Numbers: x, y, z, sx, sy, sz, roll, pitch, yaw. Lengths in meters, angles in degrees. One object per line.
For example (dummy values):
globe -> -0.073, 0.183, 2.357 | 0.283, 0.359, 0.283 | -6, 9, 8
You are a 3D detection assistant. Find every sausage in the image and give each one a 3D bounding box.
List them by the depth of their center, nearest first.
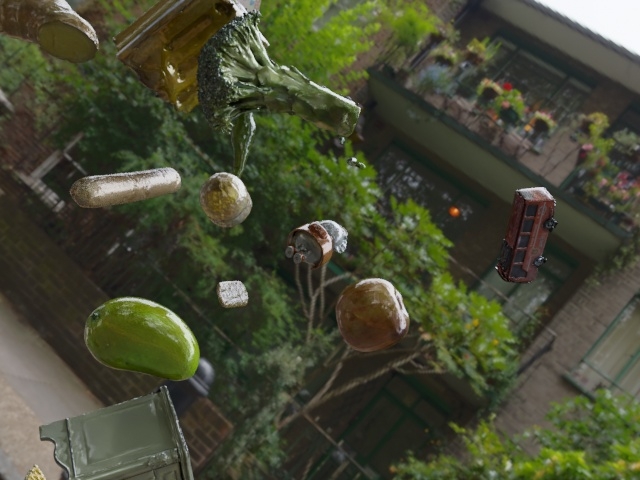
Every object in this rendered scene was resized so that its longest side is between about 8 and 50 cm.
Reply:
sausage -> -0.371, -0.106, 1.349 | 0.066, 0.065, 0.301 | 42, 22, 7

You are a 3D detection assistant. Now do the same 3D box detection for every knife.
knife -> 0.102, -0.222, 1.983 | 0.022, 0.026, 0.184 | 42, 2, -16

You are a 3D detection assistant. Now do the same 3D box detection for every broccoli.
broccoli -> -0.105, -0.308, 1.507 | 0.361, 0.252, 0.221 | 39, -15, -3

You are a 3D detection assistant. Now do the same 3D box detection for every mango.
mango -> -0.414, 0.226, 1.622 | 0.273, 0.185, 0.149 | 12, 24, -3

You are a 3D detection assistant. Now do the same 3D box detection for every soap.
soap -> -0.299, -0.459, 1.597 | 0.143, 0.281, 0.259 | 62, 12, 28

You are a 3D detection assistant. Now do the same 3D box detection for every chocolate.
chocolate -> -0.246, -0.104, 1.814 | 0.134, 0.134, 0.309 | 44, -8, -1

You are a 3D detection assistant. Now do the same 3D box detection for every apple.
apple -> 0.144, 0.209, 1.936 | 0.211, 0.188, 0.211 | -21, 90, -77

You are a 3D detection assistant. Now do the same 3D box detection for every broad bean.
broad bean -> -0.237, -0.288, 1.969 | 0.098, 0.317, 0.056 | 21, -2, -31

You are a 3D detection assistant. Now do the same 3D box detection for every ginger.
ginger -> -0.685, -0.541, 1.717 | 0.354, 0.190, 0.126 | 32, -35, 21

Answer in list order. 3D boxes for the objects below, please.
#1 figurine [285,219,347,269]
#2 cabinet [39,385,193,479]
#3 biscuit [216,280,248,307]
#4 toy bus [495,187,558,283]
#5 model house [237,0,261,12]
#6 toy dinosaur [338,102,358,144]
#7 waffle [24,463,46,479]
figurine -> -0.005, 0.008, 2.102 | 0.143, 0.143, 0.271 | 40, 22, 17
cabinet -> -0.490, 0.572, 1.695 | 0.227, 0.318, 0.289 | -125, -152, -46
biscuit -> -0.233, 0.143, 1.837 | 0.147, 0.018, 0.071 | 7, 67, -67
toy bus -> 0.462, -0.007, 1.551 | 0.073, 0.097, 0.234 | -106, -162, -54
model house -> -0.298, -0.655, 1.893 | 0.169, 0.244, 0.326 | 37, -55, 31
toy dinosaur -> 0.073, -0.327, 1.917 | 0.060, 0.119, 0.029 | 30, 4, -43
waffle -> -0.892, 0.722, 2.105 | 0.125, 0.032, 0.191 | 49, -12, 24
